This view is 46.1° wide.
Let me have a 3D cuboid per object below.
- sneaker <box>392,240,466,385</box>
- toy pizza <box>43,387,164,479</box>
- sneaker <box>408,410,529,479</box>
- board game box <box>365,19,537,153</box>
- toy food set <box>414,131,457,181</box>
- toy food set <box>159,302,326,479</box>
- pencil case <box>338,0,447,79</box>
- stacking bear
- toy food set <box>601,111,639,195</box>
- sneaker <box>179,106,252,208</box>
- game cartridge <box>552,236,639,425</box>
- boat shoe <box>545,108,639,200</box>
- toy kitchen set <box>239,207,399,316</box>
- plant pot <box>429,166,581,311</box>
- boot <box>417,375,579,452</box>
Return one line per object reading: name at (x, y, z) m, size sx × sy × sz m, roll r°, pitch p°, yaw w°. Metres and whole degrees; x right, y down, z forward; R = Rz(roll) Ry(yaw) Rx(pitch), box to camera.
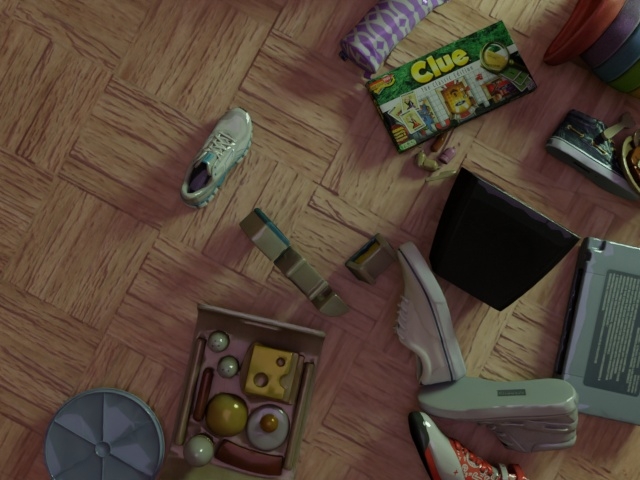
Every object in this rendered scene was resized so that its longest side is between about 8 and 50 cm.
sneaker at (0.162, 0.129, 1.228) m, size 0.091 × 0.094 × 0.258 m, roll -21°, pitch 105°, yaw -1°
toy pizza at (-0.362, 0.347, 1.264) m, size 0.202 × 0.032 × 0.201 m, roll 0°, pitch 88°, yaw -2°
sneaker at (0.256, 0.382, 1.251) m, size 0.145 × 0.090 × 0.270 m, roll -24°, pitch 93°, yaw -3°
board game box at (0.222, -0.262, 1.280) m, size 0.260 × 0.030 × 0.136 m, roll -26°, pitch 82°, yaw -3°
toy food set at (0.193, -0.162, 1.293) m, size 0.078 × 0.019 × 0.122 m, roll -12°, pitch 82°, yaw -2°
toy food set at (-0.128, 0.274, 1.240) m, size 0.220 × 0.092 × 0.305 m, roll 12°, pitch 89°, yaw -1°
pencil case at (0.127, -0.367, 1.263) m, size 0.206 × 0.086 × 0.088 m, roll -45°, pitch 124°, yaw 0°
stacking bear at (0.551, -0.299, 1.240) m, size 0.289 × 0.164 × 0.175 m, roll 33°, pitch 89°, yaw -5°
toy food set at (0.554, -0.125, 1.259) m, size 0.132 × 0.038 × 0.192 m, roll -30°, pitch 90°, yaw -39°
sneaker at (-0.173, -0.139, 1.252) m, size 0.071 × 0.083 × 0.190 m, roll 29°, pitch 87°, yaw 1°
game cartridge at (0.516, 0.158, 1.278) m, size 0.198 × 0.062 × 0.297 m, roll 13°, pitch 89°, yaw -5°
boat shoe at (0.480, -0.146, 1.275) m, size 0.183 × 0.065 × 0.083 m, roll 33°, pitch 86°, yaw -1°
toy kitchen set at (0.000, 0.000, 1.255) m, size 0.166 × 0.122 × 0.207 m, roll -43°, pitch 110°, yaw -2°
plant pot at (0.274, 0.003, 1.220) m, size 0.188 × 0.188 × 0.167 m, roll 31°, pitch 102°, yaw -1°
boot at (0.295, 0.301, 1.251) m, size 0.259 × 0.095 × 0.123 m, roll -2°, pitch 117°, yaw 18°
